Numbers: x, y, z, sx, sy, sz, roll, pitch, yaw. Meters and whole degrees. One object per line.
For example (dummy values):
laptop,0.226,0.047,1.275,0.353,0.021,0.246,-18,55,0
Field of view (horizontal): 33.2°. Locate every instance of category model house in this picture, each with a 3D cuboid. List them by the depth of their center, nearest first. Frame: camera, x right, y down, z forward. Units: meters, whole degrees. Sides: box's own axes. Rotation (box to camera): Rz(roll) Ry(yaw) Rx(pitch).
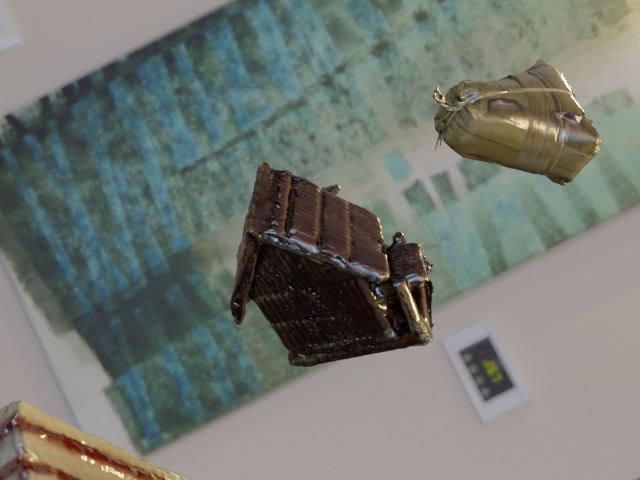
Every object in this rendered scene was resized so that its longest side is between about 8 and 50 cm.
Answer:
model house,0.000,0.000,1.571,0.282,0.297,0.317,54,24,-25

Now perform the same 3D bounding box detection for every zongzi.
zongzi,0.168,-0.148,1.061,0.178,0.189,0.081,-98,-151,-44

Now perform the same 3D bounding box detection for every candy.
candy,-0.284,0.317,1.194,0.321,0.179,0.135,43,22,-47
